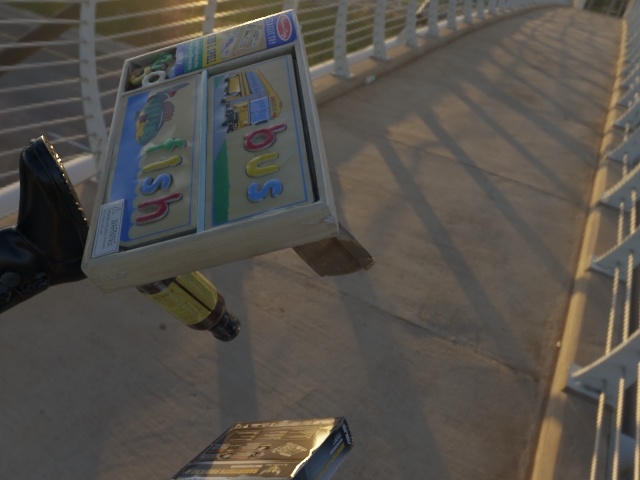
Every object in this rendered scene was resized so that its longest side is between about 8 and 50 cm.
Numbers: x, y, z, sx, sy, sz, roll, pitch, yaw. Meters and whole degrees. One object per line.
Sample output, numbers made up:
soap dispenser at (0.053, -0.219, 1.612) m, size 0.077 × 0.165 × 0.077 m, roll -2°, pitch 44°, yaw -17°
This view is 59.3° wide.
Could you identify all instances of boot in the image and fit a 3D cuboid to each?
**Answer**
boot at (-0.426, -0.004, 0.767) m, size 0.207 × 0.246 × 0.094 m, roll -23°, pitch 48°, yaw -20°

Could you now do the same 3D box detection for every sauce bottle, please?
sauce bottle at (-0.281, 0.131, 1.229) m, size 0.112 × 0.344 × 0.111 m, roll -11°, pitch 55°, yaw 15°

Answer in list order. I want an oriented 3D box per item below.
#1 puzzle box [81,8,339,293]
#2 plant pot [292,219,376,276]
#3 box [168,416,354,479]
puzzle box at (-0.135, -0.137, 0.709) m, size 0.272 × 0.052 × 0.408 m, roll -14°, pitch 49°, yaw 5°
plant pot at (0.000, 0.000, 1.217) m, size 0.110 × 0.237 × 0.237 m, roll -43°, pitch 47°, yaw 0°
box at (-0.088, 0.347, 0.876) m, size 0.231 × 0.056 × 0.183 m, roll -14°, pitch 6°, yaw 28°
